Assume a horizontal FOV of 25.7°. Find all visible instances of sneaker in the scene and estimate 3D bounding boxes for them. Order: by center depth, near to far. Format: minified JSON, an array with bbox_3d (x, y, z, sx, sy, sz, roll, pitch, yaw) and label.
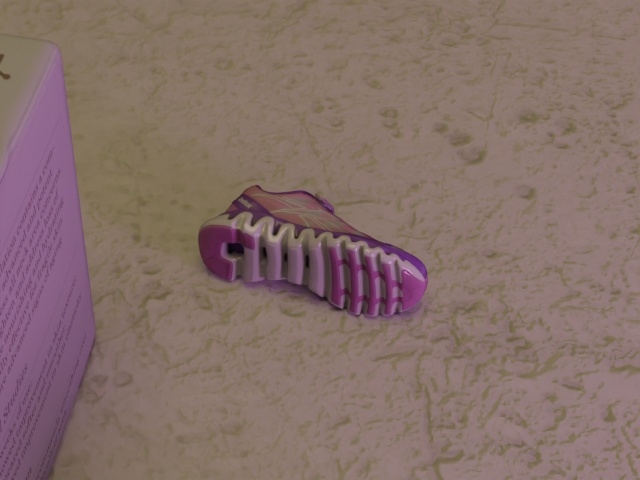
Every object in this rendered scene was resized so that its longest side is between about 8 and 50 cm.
[{"bbox_3d":[0.000,0.000,1.431,0.236,0.095,0.104,15,43,10],"label":"sneaker"}]

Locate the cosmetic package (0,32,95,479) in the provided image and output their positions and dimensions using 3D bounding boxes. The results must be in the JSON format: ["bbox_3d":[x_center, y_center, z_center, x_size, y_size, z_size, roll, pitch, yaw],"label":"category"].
[{"bbox_3d":[-0.394,0.059,1.152,0.328,0.393,0.329,10,49,5],"label":"cosmetic package"}]
